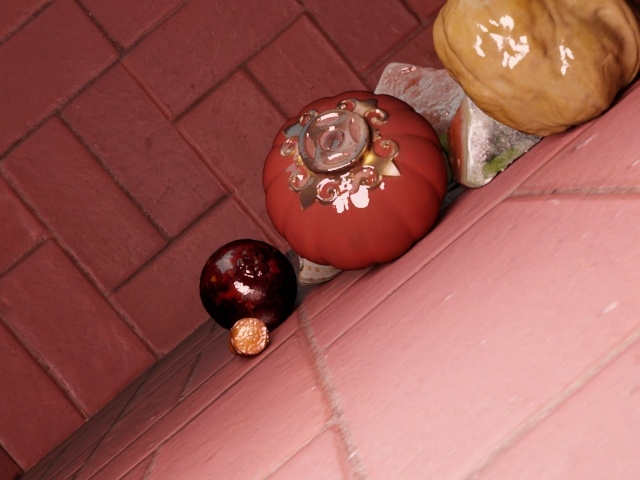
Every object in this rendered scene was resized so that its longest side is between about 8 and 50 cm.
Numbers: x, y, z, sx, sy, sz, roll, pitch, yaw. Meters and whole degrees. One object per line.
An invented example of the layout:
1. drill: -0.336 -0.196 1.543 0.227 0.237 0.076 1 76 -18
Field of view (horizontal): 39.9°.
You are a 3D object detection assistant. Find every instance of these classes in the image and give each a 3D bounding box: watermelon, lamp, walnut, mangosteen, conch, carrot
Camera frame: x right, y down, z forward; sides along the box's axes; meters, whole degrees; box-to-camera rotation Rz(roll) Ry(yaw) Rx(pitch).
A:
1. watermelon: 0.286 -0.177 1.500 0.193 0.140 0.257 -32 -4 -4
2. lamp: 0.055 -0.098 1.424 0.303 0.303 0.257 -40 -33 -4
3. watermelon: 0.213 -0.257 1.837 0.387 0.258 0.228 -38 1 28
4. walnut: 0.315 -0.290 1.248 0.282 0.277 0.253 -51 -1 -1
5. mangosteen: -0.145 0.097 1.759 0.210 0.210 0.210 -40 4 3
6. conch: 0.011 -0.002 1.764 0.131 0.172 0.200 -7 -5 0
7. carrot: -0.143 0.194 1.665 0.072 0.072 0.205 -41 -4 -17

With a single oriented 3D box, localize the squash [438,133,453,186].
1. squash: 0.294 -0.197 1.655 0.224 0.094 0.094 -35 2 -21
